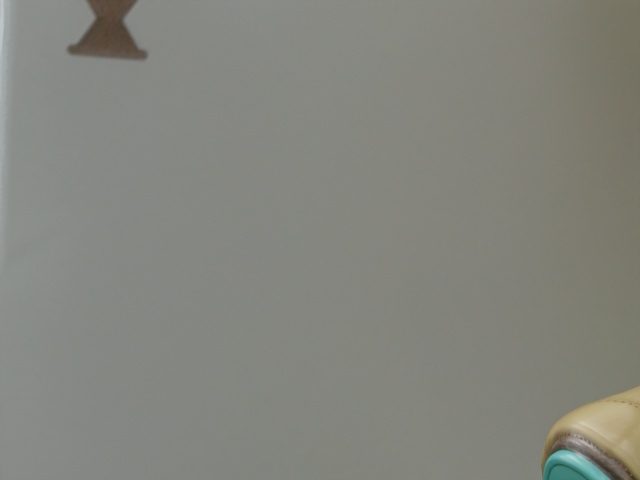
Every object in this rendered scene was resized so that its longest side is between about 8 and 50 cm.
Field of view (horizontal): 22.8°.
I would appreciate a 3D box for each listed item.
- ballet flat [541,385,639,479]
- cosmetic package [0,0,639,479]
[{"bbox_3d":[0.112,0.136,0.574,0.073,0.080,0.232,-31,-35,-29],"label":"ballet flat"},{"bbox_3d":[0.000,0.000,0.836,0.329,0.327,0.393,4,7,-7],"label":"cosmetic package"}]
